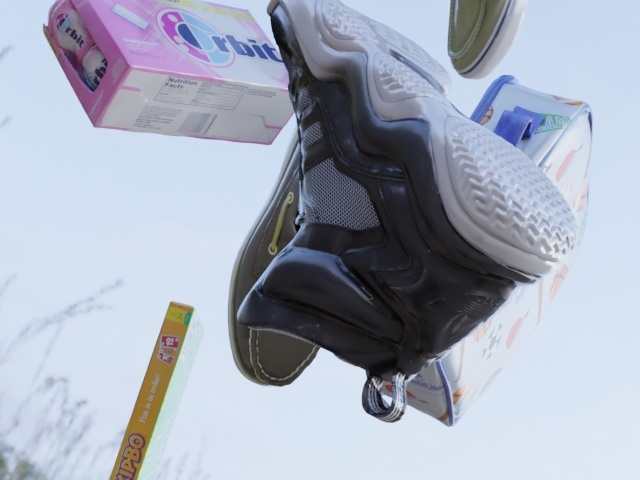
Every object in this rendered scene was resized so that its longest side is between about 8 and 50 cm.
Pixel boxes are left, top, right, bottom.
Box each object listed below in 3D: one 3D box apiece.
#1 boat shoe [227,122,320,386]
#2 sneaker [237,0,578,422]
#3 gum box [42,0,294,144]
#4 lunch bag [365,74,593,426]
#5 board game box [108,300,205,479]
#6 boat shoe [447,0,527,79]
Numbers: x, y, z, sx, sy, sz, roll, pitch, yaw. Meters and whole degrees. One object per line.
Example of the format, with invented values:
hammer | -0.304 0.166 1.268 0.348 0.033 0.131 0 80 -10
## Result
boat shoe | -0.004 -0.001 1.125 0.109 0.305 0.091 17 4 -22
sneaker | 0.008 -0.028 0.633 0.101 0.268 0.153 23 -69 -38
gum box | -0.116 -0.138 0.947 0.188 0.107 0.062 2 -45 -46
lunch bag | 0.145 0.003 1.107 0.115 0.303 0.243 24 -24 25
board game box | -0.180 0.200 1.285 0.039 0.259 0.124 14 -14 3
boat shoe | 0.196 -0.342 1.453 0.094 0.302 0.109 3 22 -28
